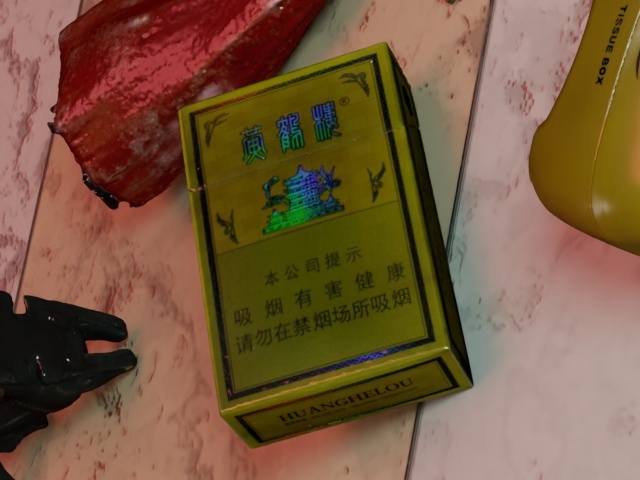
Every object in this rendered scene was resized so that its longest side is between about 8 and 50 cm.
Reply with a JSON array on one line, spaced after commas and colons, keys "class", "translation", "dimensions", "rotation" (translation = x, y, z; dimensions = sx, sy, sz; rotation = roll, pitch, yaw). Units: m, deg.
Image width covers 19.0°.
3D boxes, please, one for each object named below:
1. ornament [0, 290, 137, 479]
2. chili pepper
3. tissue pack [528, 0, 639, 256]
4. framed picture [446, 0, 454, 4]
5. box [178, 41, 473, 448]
[{"class": "ornament", "translation": [-0.271, 0.129, 1.367], "dimensions": [0.236, 0.202, 0.080], "rotation": [-42, 56, 38]}, {"class": "chili pepper", "translation": [-0.076, -0.145, 1.323], "dimensions": [0.253, 0.136, 0.144], "rotation": [-36, 4, 25]}, {"class": "tissue pack", "translation": [0.190, -0.074, 0.925], "dimensions": [0.127, 0.123, 0.178], "rotation": [21, 92, 53]}, {"class": "framed picture", "translation": [0.075, -0.267, 1.207], "dimensions": [0.136, 0.010, 0.201], "rotation": [-48, 56, 28]}, {"class": "box", "translation": [0.000, 0.000, 1.138], "dimensions": [0.141, 0.064, 0.220], "rotation": [-18, 59, 12]}]
